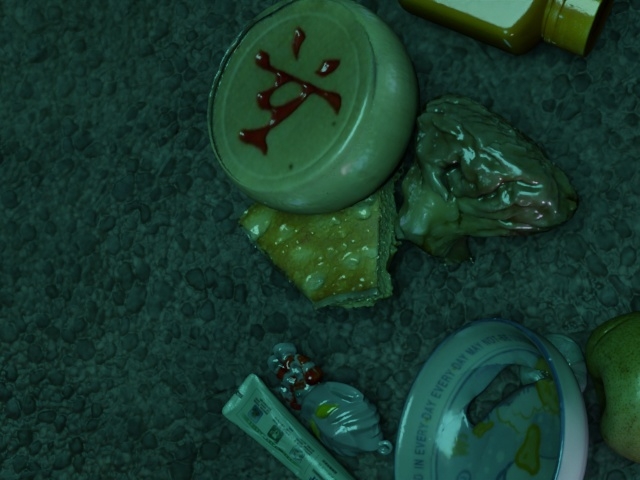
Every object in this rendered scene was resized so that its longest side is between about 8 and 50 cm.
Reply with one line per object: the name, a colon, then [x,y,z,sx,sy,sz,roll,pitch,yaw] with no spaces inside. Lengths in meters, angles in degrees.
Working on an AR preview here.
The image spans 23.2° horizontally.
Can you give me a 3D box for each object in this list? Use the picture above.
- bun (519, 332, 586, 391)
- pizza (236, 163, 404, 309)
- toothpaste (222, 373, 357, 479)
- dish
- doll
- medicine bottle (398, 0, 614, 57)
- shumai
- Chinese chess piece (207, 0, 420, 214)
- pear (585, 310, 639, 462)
bun: [0.258,0.144,1.726,0.083,0.045,0.083,-1,85,9]
pizza: [0.005,0.006,1.786,0.204,0.080,0.188,-13,61,22]
toothpaste: [-0.021,0.245,1.794,0.218,0.041,0.064,41,103,16]
dish: [0.211,0.229,1.677,0.273,0.133,0.273,-27,56,48]
doll: [0.009,0.187,1.774,0.180,0.079,0.094,40,127,19]
medicine bottle: [0.210,-0.289,1.728,0.222,0.112,0.149,24,92,14]
shumai: [0.167,-0.048,1.702,0.206,0.166,0.175,38,101,15]
Chinese chess piece: [-0.009,-0.151,1.743,0.249,0.103,0.250,-12,69,33]
pear: [0.356,0.154,1.648,0.136,0.167,0.167,-12,84,9]
